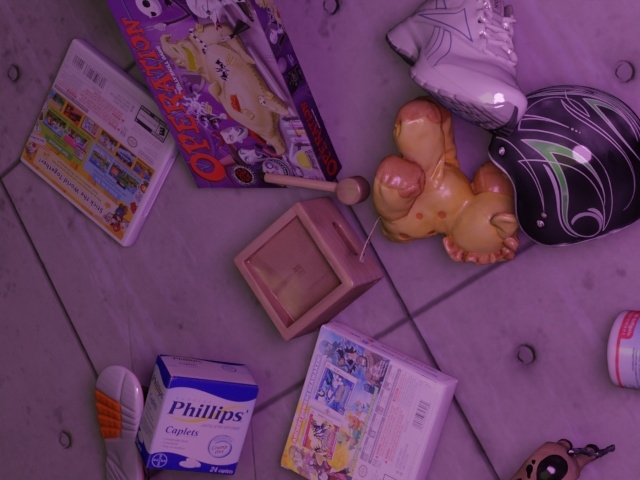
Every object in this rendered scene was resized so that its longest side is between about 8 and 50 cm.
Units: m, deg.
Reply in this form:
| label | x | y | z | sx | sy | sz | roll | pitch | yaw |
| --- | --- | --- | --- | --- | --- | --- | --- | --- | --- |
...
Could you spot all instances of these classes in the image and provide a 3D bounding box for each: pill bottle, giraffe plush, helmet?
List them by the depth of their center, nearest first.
| label | x | y | z | sx | sy | sz | roll | pitch | yaw |
| --- | --- | --- | --- | --- | --- | --- | --- | --- | --- |
| pill bottle | 0.399 | 0.126 | 1.443 | 0.160 | 0.087 | 0.087 | 5 | 98 | 30 |
| helmet | 0.273 | -0.090 | 1.451 | 0.169 | 0.169 | 0.161 | -11 | 106 | 32 |
| giraffe plush | 0.157 | -0.047 | 1.536 | 0.170 | 0.181 | 0.210 | 18 | 102 | 11 |

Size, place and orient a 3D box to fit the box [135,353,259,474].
| label | x | y | z | sx | sy | sz | roll | pitch | yaw |
| --- | --- | --- | --- | --- | --- | --- | --- | --- | --- |
| box | -0.164 | 0.231 | 1.765 | 0.072 | 0.126 | 0.137 | -133 | 55 | -62 |

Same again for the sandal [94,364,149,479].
| label | x | y | z | sx | sy | sz | roll | pitch | yaw |
| --- | --- | --- | --- | --- | --- | --- | --- | --- | --- |
| sandal | -0.258 | 0.274 | 1.872 | 0.102 | 0.076 | 0.265 | 33 | 133 | 38 |

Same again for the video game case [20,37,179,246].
| label | x | y | z | sx | sy | sz | roll | pitch | yaw |
| --- | --- | --- | --- | --- | --- | --- | --- | --- | --- |
| video game case | -0.305 | -0.138 | 1.872 | 0.227 | 0.026 | 0.206 | 38 | 113 | 21 |

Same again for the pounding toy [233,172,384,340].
| label | x | y | z | sx | sy | sz | roll | pitch | yaw |
| --- | --- | --- | --- | --- | --- | --- | --- | --- | --- |
| pounding toy | -0.001 | -0.011 | 1.662 | 0.206 | 0.094 | 0.181 | -40 | 76 | 28 |

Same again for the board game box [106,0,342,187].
| label | x | y | z | sx | sy | sz | roll | pitch | yaw |
| --- | --- | --- | --- | --- | --- | --- | --- | --- | --- |
| board game box | -0.124 | -0.208 | 1.631 | 0.208 | 0.056 | 0.347 | 4 | 134 | 34 |

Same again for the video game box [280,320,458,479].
| label | x | y | z | sx | sy | sz | roll | pitch | yaw |
| --- | --- | --- | --- | --- | --- | --- | --- | --- | --- |
| video game box | 0.058 | 0.232 | 1.684 | 0.187 | 0.048 | 0.205 | 24 | 107 | 25 |

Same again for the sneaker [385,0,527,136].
| label | x | y | z | sx | sy | sz | roll | pitch | yaw |
| --- | --- | --- | --- | --- | --- | --- | --- | --- | --- |
| sneaker | 0.161 | -0.214 | 1.464 | 0.129 | 0.111 | 0.297 | -51 | 30 | 15 |

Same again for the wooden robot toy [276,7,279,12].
| label | x | y | z | sx | sy | sz | roll | pitch | yaw |
| --- | --- | --- | --- | --- | --- | --- | --- | --- | --- |
| wooden robot toy | -0.116 | -0.259 | 1.734 | 0.173 | 0.076 | 0.079 | -48 | 37 | 26 |

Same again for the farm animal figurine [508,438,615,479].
| label | x | y | z | sx | sy | sz | roll | pitch | yaw |
| --- | --- | --- | --- | --- | --- | --- | --- | --- | --- |
| farm animal figurine | 0.206 | 0.404 | 1.542 | 0.327 | 0.172 | 0.330 | -11 | 90 | 32 |
